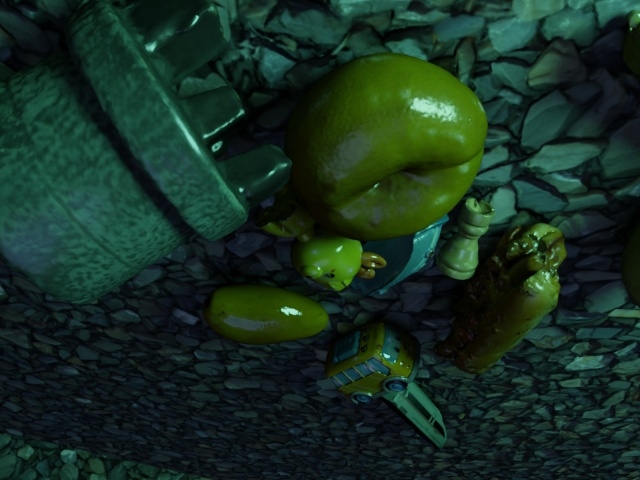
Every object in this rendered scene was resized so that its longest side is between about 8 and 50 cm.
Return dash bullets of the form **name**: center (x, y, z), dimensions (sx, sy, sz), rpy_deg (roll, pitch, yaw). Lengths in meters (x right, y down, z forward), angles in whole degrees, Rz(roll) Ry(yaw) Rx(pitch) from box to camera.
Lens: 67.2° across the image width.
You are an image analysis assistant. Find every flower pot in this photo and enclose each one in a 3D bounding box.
- **flower pot**: center (-0.210, -0.117, 0.528), dimensions (0.282, 0.299, 0.299), rpy_deg (-30, 136, -4)

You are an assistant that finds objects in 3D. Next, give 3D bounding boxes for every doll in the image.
- **doll**: center (0.000, 0.000, 0.749), dimensions (0.142, 0.136, 0.221), rpy_deg (-16, 133, 38)

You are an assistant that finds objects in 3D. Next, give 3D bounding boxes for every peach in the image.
- **peach**: center (0.079, -0.106, 0.595), dimensions (0.250, 0.153, 0.251), rpy_deg (1, 143, 1)

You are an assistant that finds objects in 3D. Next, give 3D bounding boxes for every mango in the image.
- **mango**: center (-0.108, 0.149, 0.959), dimensions (0.253, 0.113, 0.139), rpy_deg (8, 137, -12)

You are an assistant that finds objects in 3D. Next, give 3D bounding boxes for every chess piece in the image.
- **chess piece**: center (0.227, -0.005, 0.754), dimensions (0.066, 0.066, 0.122), rpy_deg (8, 125, -2)

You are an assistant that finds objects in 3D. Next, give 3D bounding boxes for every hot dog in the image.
- **hot dog**: center (0.293, 0.108, 0.827), dimensions (0.117, 0.158, 0.349), rpy_deg (23, 145, 8)

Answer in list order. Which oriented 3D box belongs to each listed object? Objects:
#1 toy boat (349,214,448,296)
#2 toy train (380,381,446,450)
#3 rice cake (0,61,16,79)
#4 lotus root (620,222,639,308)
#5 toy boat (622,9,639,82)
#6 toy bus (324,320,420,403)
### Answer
- **toy boat**: center (0.135, 0.020, 0.806), dimensions (0.102, 0.088, 0.215), rpy_deg (-9, 153, -39)
- **toy train**: center (0.258, 0.455, 1.288), dimensions (0.086, 0.088, 0.407), rpy_deg (20, 156, 44)
- **rice cake**: center (-0.377, -0.148, 0.691), dimensions (0.237, 0.043, 0.127), rpy_deg (31, 133, -27)
- **lotus root**: center (0.535, -0.002, 0.644), dimensions (0.182, 0.183, 0.310), rpy_deg (4, 139, 3)
- **toy boat**: center (0.417, -0.177, 0.527), dimensions (0.225, 0.068, 0.088), rpy_deg (28, 128, -23)
- **toy bus**: center (0.105, 0.259, 1.053), dimensions (0.136, 0.126, 0.209), rpy_deg (37, 132, -20)
